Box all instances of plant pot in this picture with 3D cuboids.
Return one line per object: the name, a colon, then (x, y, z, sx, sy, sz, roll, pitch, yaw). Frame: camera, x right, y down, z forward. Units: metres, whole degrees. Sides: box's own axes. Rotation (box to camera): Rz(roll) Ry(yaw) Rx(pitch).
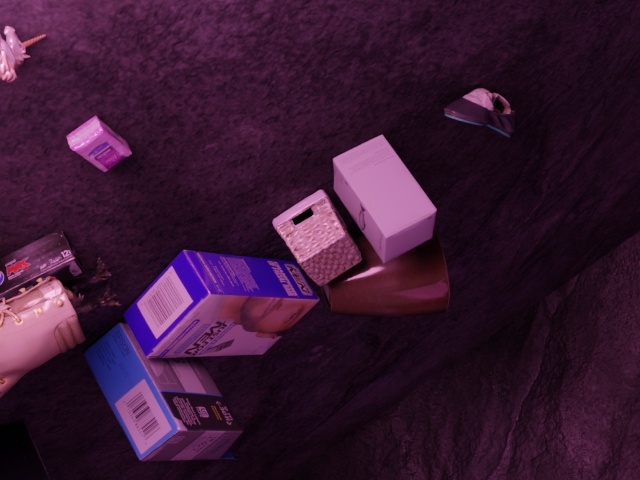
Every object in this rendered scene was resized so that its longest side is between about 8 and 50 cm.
plant pot: (0.117, 0.069, 1.913, 0.231, 0.215, 0.215, -12, 152, -9)

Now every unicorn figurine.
unicorn figurine: (-0.336, -0.202, 0.948, 0.060, 0.162, 0.111, -30, 129, 6)

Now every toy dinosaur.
toy dinosaur: (-0.385, 0.095, 1.488, 0.118, 0.064, 0.268, -31, 168, -20)

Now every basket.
basket: (0.000, 0.000, 1.722, 0.113, 0.103, 0.167, -33, 157, 2)

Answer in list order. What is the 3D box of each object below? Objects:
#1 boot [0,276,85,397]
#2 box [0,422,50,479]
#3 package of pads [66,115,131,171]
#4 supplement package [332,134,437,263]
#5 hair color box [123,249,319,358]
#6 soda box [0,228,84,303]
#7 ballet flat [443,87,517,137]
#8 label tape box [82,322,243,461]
boot: (-0.442, 0.101, 1.246, 0.203, 0.095, 0.262, -33, 134, -15)
box: (-0.725, 0.518, 1.729, 0.343, 0.179, 0.312, -2, 141, -48)
package of pads: (-0.289, -0.125, 1.222, 0.050, 0.032, 0.083, -32, 156, 5)
supplement package: (0.109, -0.072, 1.625, 0.105, 0.179, 0.105, -27, 155, -13)
hair color box: (-0.175, 0.124, 1.743, 0.185, 0.110, 0.339, -45, 155, 22)
soda box: (-0.432, 0.052, 1.348, 0.169, 0.060, 0.053, -27, 154, -10)
ballet flat: (0.295, -0.237, 1.690, 0.203, 0.074, 0.074, 8, 134, -47)
label tape box: (-0.268, 0.294, 1.788, 0.106, 0.240, 0.334, -40, 156, 12)
